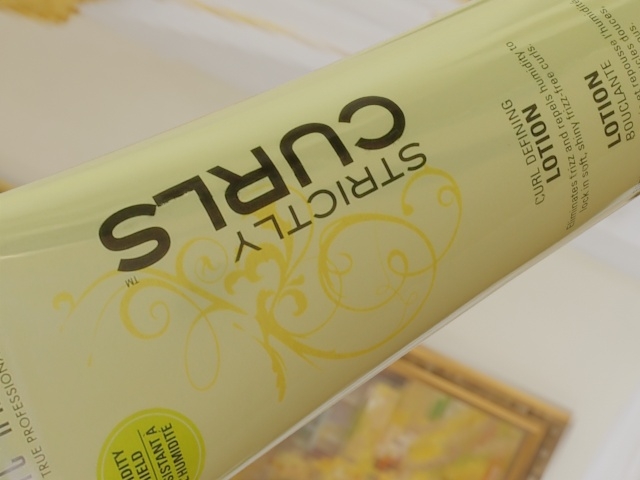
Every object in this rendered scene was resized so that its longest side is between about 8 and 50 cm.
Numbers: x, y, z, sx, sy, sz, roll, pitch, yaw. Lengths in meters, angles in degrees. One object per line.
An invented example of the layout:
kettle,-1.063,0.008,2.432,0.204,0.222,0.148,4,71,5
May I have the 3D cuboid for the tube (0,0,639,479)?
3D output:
tube,0.000,0.000,0.444,0.240,0.070,0.062,-28,-27,-31
